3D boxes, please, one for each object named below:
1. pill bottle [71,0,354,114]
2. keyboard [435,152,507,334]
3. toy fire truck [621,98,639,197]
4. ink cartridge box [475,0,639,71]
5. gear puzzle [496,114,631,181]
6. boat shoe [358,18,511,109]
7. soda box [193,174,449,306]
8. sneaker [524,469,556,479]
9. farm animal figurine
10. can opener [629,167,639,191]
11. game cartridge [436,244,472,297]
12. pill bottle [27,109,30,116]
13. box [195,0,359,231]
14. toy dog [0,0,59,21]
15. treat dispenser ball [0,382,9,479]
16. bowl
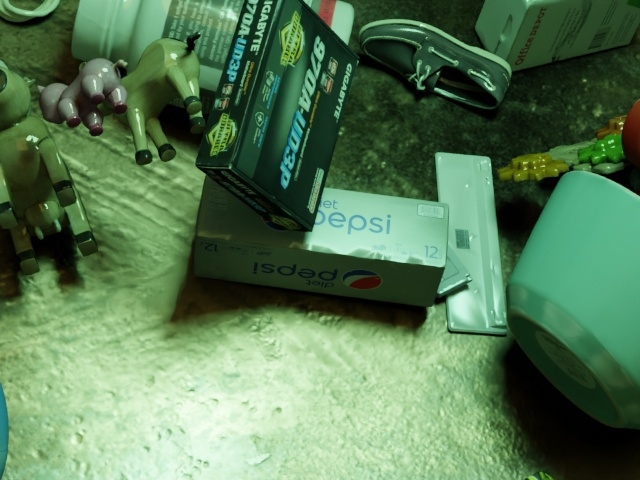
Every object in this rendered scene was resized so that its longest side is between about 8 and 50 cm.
[{"bbox_3d":[-0.131,-0.241,1.901,0.318,0.176,0.176,15,56,-3],"label":"pill bottle"},{"bbox_3d":[0.182,0.000,1.916,0.072,0.014,0.256,2,57,-5],"label":"keyboard"},{"bbox_3d":[0.489,-0.055,1.839,0.254,0.302,0.169,-6,24,-32],"label":"toy fire truck"},{"bbox_3d":[0.323,-0.313,2.058,0.208,0.153,0.087,-15,62,-22],"label":"ink cartridge box"},{"bbox_3d":[0.363,-0.127,1.945,0.339,0.175,0.044,-16,105,-20],"label":"gear puzzle"},{"bbox_3d":[0.144,-0.223,2.010,0.206,0.075,0.065,18,53,-6],"label":"boat shoe"},{"bbox_3d":[0.000,0.000,1.814,0.286,0.098,0.091,7,58,-2],"label":"soda box"},{"bbox_3d":[0.264,0.286,1.737,0.035,0.031,0.083,-33,70,-28],"label":"sneaker"},{"bbox_3d":[-0.301,-0.111,1.701,0.330,0.327,0.172,-9,54,-20],"label":"farm animal figurine"},{"bbox_3d":[0.518,-0.049,1.993,0.280,0.074,0.093,4,23,-11],"label":"can opener"},{"bbox_3d":[0.136,0.028,1.877,0.056,0.017,0.083,-24,61,-18],"label":"game cartridge"},{"bbox_3d":[-0.443,-0.163,1.824,0.186,0.112,0.112,26,57,5],"label":"pill bottle"},{"bbox_3d":[-0.043,-0.142,1.708,0.051,0.175,0.220,4,69,33],"label":"box"},{"bbox_3d":[-0.325,-0.447,2.000,0.333,0.161,0.220,-35,71,-28],"label":"toy dog"},{"bbox_3d":[-0.443,0.184,1.498,0.288,0.288,0.288,6,57,-9],"label":"treat dispenser ball"},{"bbox_3d":[0.326,0.091,1.745,0.163,0.311,0.311,-44,74,-10],"label":"bowl"}]
